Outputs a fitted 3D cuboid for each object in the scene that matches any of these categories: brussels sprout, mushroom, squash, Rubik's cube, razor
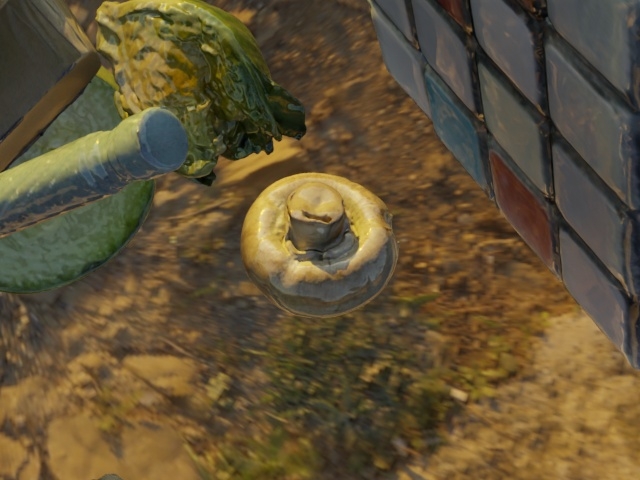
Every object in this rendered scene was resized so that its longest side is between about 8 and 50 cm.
[{"bbox_3d":[-0.101,-0.131,1.261,0.100,0.139,0.181,-20,55,-42],"label":"brussels sprout"},{"bbox_3d":[0.000,0.000,1.603,0.166,0.127,0.166,5,51,-6],"label":"mushroom"},{"bbox_3d":[-0.285,-0.073,1.525,0.252,0.049,0.252,-3,110,-7],"label":"squash"},{"bbox_3d":[0.171,-0.146,0.707,0.256,0.259,0.253,-30,52,-10],"label":"Rubik's cube"},{"bbox_3d":[-0.139,-0.014,0.644,0.068,0.232,0.106,-11,85,-46],"label":"razor"}]

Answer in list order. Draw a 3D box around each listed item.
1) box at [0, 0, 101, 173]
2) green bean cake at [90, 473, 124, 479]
[{"bbox_3d":[-0.231,-0.112,1.065,0.111,0.111,0.177,43,87,-9],"label":"box"},{"bbox_3d":[-0.146,0.257,1.051,0.109,0.085,0.179,-19,80,-41],"label":"green bean cake"}]
